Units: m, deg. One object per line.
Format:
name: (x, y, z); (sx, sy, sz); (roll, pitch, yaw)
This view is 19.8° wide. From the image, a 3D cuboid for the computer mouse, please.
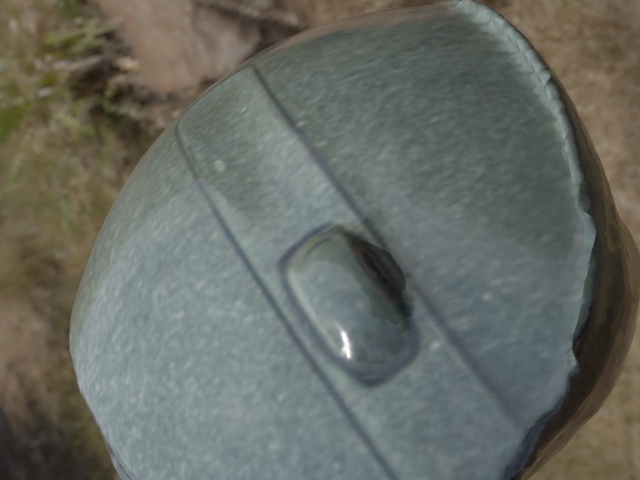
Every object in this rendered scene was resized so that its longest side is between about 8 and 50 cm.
computer mouse: (-0.003, -0.001, 0.685); (0.114, 0.203, 0.374); (53, 180, -18)
